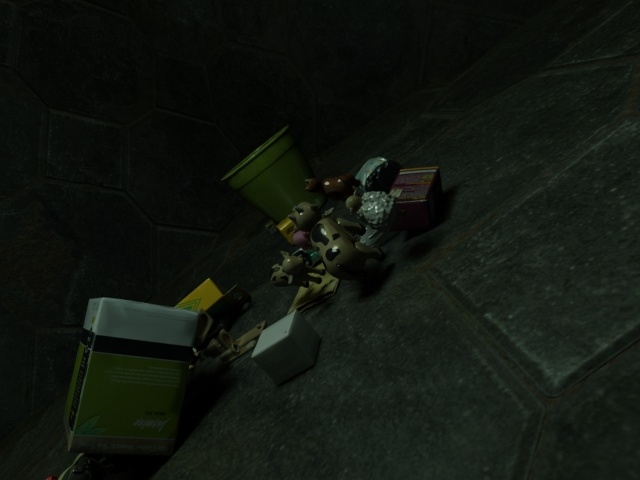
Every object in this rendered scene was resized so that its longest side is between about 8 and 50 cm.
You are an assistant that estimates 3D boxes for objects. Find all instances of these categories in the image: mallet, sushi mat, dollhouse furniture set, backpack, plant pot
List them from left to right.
[{"bbox_3d":[-0.354,0.307,1.637,0.190,0.039,0.062,-40,16,18],"label":"mallet"},{"bbox_3d":[-0.245,0.231,1.343,0.123,0.151,0.144,-35,17,16],"label":"dollhouse furniture set"},{"bbox_3d":[-0.170,-0.238,2.196,0.367,0.353,0.366,-36,14,10],"label":"plant pot"},{"bbox_3d":[0.011,0.087,1.410,0.152,0.019,0.316,-31,16,27],"label":"sushi mat"},{"bbox_3d":[0.189,-0.205,1.674,0.152,0.115,0.182,-42,11,0],"label":"backpack"}]

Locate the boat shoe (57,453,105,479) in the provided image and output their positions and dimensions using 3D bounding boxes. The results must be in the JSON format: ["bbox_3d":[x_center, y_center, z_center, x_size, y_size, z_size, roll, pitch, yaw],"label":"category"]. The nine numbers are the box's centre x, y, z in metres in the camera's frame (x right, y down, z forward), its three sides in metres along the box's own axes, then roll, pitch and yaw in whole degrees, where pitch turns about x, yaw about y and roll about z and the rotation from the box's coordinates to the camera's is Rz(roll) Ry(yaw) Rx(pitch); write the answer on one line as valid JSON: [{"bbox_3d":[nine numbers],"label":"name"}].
[{"bbox_3d":[-0.588,0.576,1.285,0.073,0.080,0.223,-45,10,-1],"label":"boat shoe"}]

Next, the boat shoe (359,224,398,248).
[{"bbox_3d":[0.136,-0.016,1.318,0.184,0.063,0.066,-36,14,10],"label":"boat shoe"}]

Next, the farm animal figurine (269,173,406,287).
[{"bbox_3d":[0.000,0.000,1.193,0.327,0.172,0.330,35,106,48],"label":"farm animal figurine"}]

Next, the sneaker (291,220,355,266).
[{"bbox_3d":[0.010,-0.001,1.483,0.224,0.083,0.098,-32,11,24],"label":"sneaker"}]

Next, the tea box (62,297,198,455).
[{"bbox_3d":[-0.466,0.311,1.234,0.329,0.220,0.323,-12,67,61],"label":"tea box"}]

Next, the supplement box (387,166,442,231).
[{"bbox_3d":[0.230,-0.103,1.251,0.104,0.080,0.188,-2,31,24],"label":"supplement box"}]

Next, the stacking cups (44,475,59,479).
[{"bbox_3d":[-0.807,0.745,1.318,0.316,0.096,0.096,-38,14,-9],"label":"stacking cups"}]

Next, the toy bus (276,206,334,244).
[{"bbox_3d":[-0.074,-0.078,1.965,0.191,0.104,0.202,-28,18,37],"label":"toy bus"}]

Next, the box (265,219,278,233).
[{"bbox_3d":[-0.198,-0.101,2.461,0.059,0.054,0.169,-30,17,33],"label":"box"}]

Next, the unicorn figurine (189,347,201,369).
[{"bbox_3d":[-0.401,0.334,1.553,0.162,0.060,0.111,-47,32,-22],"label":"unicorn figurine"}]

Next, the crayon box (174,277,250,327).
[{"bbox_3d":[-0.396,0.240,1.670,0.323,0.083,0.203,-40,-15,-7],"label":"crayon box"}]

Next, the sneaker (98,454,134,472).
[{"bbox_3d":[-0.489,0.524,1.252,0.144,0.053,0.059,-25,17,41],"label":"sneaker"}]

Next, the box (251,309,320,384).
[{"bbox_3d":[-0.069,0.219,1.058,0.101,0.087,0.102,-34,15,20],"label":"box"}]
